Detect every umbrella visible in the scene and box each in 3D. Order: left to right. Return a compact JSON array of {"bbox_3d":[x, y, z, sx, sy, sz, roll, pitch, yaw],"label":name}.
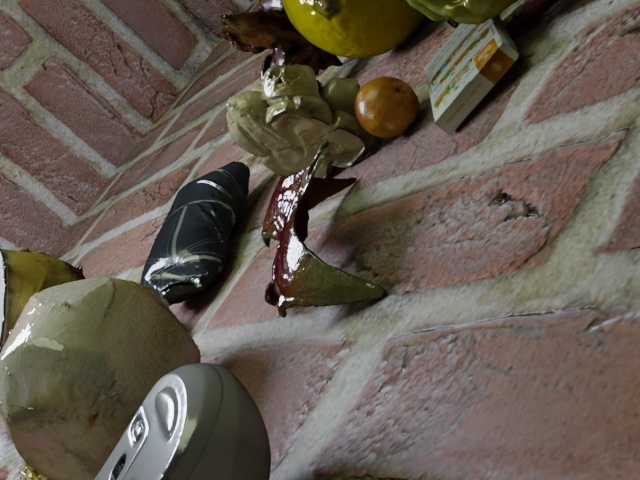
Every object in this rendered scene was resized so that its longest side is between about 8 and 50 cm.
[{"bbox_3d":[0.277,-0.296,1.265,0.165,0.025,0.027,-39,44,33],"label":"umbrella"}]

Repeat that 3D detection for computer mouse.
[{"bbox_3d":[-0.133,0.246,0.921,0.296,0.121,0.184,-62,26,3],"label":"computer mouse"}]

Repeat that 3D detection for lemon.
[{"bbox_3d":[0.062,-0.408,1.664,0.267,0.267,0.267,-43,18,17],"label":"lemon"}]

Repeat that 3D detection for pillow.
[{"bbox_3d":[-0.190,-0.007,1.661,0.161,0.092,0.335,-34,22,29],"label":"pillow"}]

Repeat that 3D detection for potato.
[{"bbox_3d":[-0.494,0.172,1.887,0.246,0.196,0.299,40,117,60],"label":"potato"}]

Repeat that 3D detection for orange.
[{"bbox_3d":[0.083,-0.169,1.364,0.083,0.083,0.070,-61,-4,-37],"label":"orange"}]

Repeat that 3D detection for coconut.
[{"bbox_3d":[-0.256,0.150,1.254,0.227,0.227,0.230,-37,26,34],"label":"coconut"}]

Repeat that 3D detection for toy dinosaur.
[{"bbox_3d":[0.003,-0.006,1.214,0.327,0.113,0.206,160,123,-77],"label":"toy dinosaur"}]

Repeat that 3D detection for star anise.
[{"bbox_3d":[-0.074,-0.308,1.817,0.237,0.346,0.148,-12,28,-33],"label":"star anise"}]

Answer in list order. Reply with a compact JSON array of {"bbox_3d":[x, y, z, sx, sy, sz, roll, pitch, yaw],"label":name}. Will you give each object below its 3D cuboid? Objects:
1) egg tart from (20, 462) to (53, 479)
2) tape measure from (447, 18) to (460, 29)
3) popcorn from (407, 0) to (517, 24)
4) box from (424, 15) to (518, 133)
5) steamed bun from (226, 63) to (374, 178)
[{"bbox_3d":[-0.337,0.199,1.518,0.315,0.120,0.315,-43,20,20],"label":"egg tart"},{"bbox_3d":[0.233,-0.422,1.475,0.243,0.125,0.246,-42,18,17],"label":"tape measure"},{"bbox_3d":[0.186,-0.398,1.250,0.235,0.250,0.241,-2,35,33],"label":"popcorn"},{"bbox_3d":[0.177,-0.215,1.297,0.122,0.032,0.220,-49,15,21],"label":"box"},{"bbox_3d":[-0.029,-0.171,1.456,0.177,0.192,0.106,-39,32,58],"label":"steamed bun"}]
